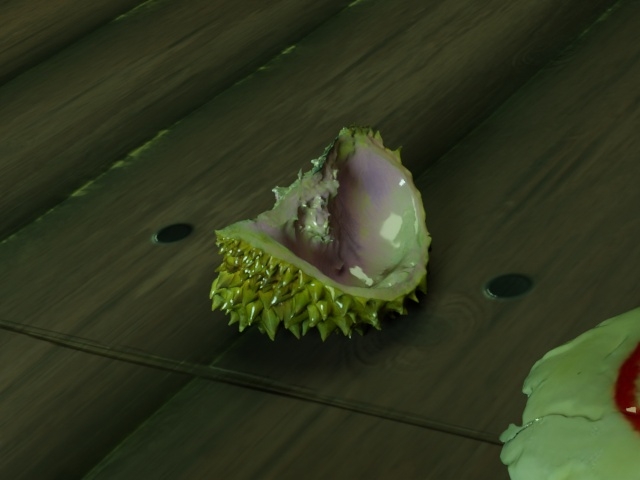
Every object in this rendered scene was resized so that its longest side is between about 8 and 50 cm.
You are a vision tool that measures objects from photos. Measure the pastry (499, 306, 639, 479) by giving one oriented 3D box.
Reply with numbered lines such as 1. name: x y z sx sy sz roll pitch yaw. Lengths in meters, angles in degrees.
1. pastry: 0.212 0.120 0.675 0.264 0.133 0.265 -13 24 6

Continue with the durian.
1. durian: 0.001 0.001 0.993 0.165 0.132 0.182 -4 24 0
